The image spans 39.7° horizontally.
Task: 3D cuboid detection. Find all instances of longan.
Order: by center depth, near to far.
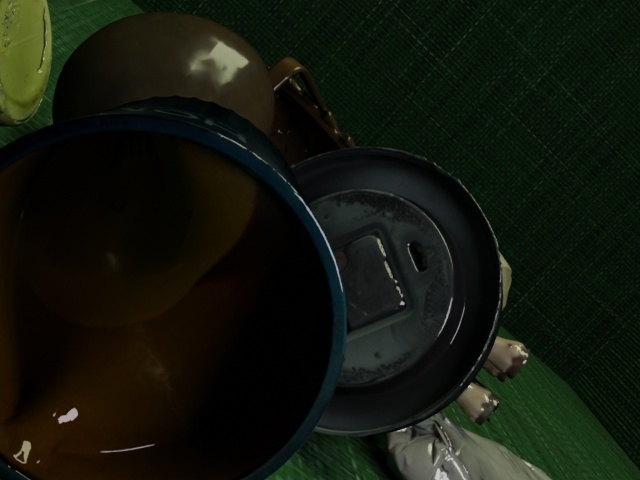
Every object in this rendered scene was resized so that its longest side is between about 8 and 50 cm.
[{"bbox_3d":[-0.186,-0.148,1.063,0.258,0.258,0.258,42,9,-8],"label":"longan"}]

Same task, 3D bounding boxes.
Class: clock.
[{"bbox_3d":[0.039,0.052,0.936,0.312,0.312,0.061,47,1,24],"label":"clock"}]

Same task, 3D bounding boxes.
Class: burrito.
[{"bbox_3d":[0.232,0.323,1.155,0.445,0.101,0.139,34,8,-47],"label":"burrito"}]

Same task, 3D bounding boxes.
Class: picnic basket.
[{"bbox_3d":[-0.088,-0.137,1.422,0.291,0.254,0.321,46,-1,22],"label":"picnic basket"}]

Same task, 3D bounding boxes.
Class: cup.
[{"bbox_3d":[-0.145,0.025,0.638,0.292,0.308,0.242,-103,177,-76],"label":"cup"}]

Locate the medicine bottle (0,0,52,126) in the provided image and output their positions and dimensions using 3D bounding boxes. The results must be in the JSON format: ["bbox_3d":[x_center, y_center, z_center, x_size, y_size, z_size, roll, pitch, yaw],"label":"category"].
[{"bbox_3d":[-0.321,-0.150,0.627,0.239,0.124,0.124,7,8,3],"label":"medicine bottle"}]

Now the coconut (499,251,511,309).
[{"bbox_3d":[0.151,0.048,1.487,0.329,0.329,0.329,42,9,-8],"label":"coconut"}]

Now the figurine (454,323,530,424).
[{"bbox_3d":[0.072,0.075,1.125,0.306,0.241,0.412,16,19,-49],"label":"figurine"}]
